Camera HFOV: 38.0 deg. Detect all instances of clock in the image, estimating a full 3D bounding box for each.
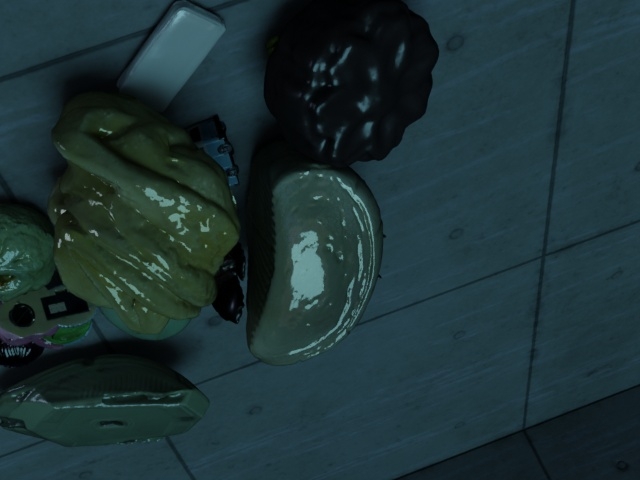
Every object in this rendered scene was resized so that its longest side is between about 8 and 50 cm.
[{"bbox_3d":[-0.515,0.158,1.696,0.194,0.100,0.195,-9,160,-33],"label":"clock"}]

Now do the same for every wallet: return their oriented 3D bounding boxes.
[{"bbox_3d":[-0.225,-0.270,1.379,0.095,0.033,0.190,20,125,-42],"label":"wallet"}]

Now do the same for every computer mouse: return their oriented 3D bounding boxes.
[{"bbox_3d":[-0.446,0.321,1.921,0.428,0.145,0.228,-2,148,-9],"label":"computer mouse"}]

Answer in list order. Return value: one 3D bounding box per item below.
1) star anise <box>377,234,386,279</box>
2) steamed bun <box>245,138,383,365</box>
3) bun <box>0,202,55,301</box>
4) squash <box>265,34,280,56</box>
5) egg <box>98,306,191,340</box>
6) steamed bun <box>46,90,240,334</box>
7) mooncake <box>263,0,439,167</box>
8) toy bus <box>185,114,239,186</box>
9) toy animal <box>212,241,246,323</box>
[{"bbox_3d":[0.000,0.000,1.794,0.272,0.102,0.272,-2,115,-5],"label":"star anise"},{"bbox_3d":[-0.006,0.023,1.612,0.236,0.247,0.384,2,113,-12],"label":"steamed bun"},{"bbox_3d":[-0.523,0.031,1.528,0.195,0.118,0.195,-18,146,-13],"label":"bun"},{"bbox_3d":[-0.038,-0.248,1.483,0.066,0.066,0.201,-27,139,4],"label":"squash"},{"bbox_3d":[-0.314,0.089,1.668,0.168,0.168,0.231,-27,140,5],"label":"egg"},{"bbox_3d":[-0.291,-0.026,1.405,0.230,0.324,0.372,-43,160,-36],"label":"steamed bun"},{"bbox_3d":[0.059,-0.244,1.419,0.283,0.141,0.283,-24,135,-27],"label":"mooncake"},{"bbox_3d":[-0.181,-0.140,1.547,0.075,0.060,0.123,-16,142,-2],"label":"toy bus"},{"bbox_3d":[-0.178,0.039,1.687,0.116,0.219,0.179,-19,-175,5],"label":"toy animal"}]
